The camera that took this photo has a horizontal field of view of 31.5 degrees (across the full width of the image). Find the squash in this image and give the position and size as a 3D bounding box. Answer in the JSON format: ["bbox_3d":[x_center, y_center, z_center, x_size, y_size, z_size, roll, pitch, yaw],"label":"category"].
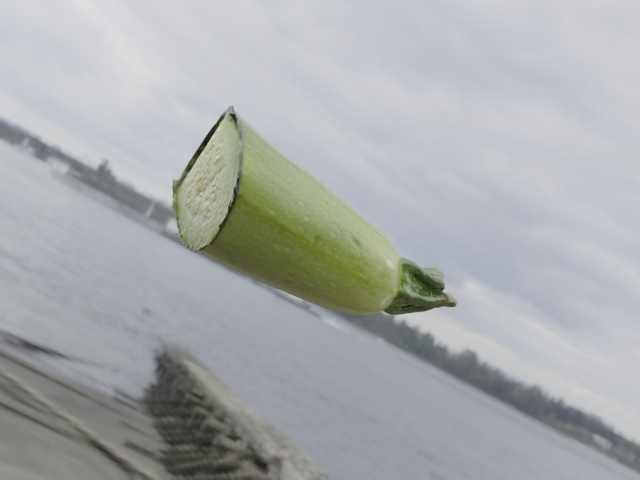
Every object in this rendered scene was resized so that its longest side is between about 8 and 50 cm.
[{"bbox_3d":[-0.010,0.013,1.064,0.287,0.137,0.137,37,-5,-10],"label":"squash"}]
